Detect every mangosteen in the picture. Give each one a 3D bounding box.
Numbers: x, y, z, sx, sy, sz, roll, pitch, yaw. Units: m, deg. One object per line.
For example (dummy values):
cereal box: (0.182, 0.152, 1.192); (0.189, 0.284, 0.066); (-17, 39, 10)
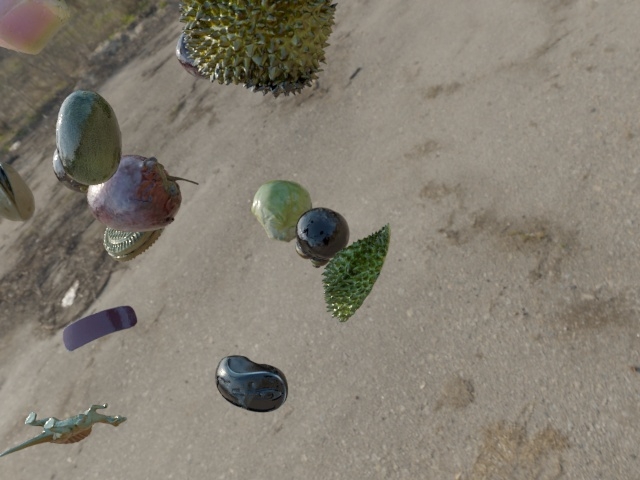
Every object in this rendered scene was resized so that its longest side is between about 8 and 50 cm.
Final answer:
mangosteen: (-0.672, -0.243, 1.445); (0.192, 0.192, 0.217); (-24, 55, 23)
mangosteen: (0.000, 0.000, 1.859); (0.211, 0.211, 0.250); (-106, 26, -51)

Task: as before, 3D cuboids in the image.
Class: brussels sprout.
brussels sprout: (-0.188, -0.151, 2.334); (0.243, 0.274, 0.316); (-16, 40, 59)

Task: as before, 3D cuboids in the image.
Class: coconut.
coconut: (-0.907, -0.683, 1.470); (0.245, 0.233, 0.233); (-34, 37, 15)

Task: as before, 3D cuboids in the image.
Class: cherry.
cherry: (-0.446, -0.103, 1.169); (0.250, 0.192, 0.175); (-8, 79, 23)
cherry: (-0.366, -0.614, 1.624); (0.195, 0.195, 0.195); (-24, 40, 22)

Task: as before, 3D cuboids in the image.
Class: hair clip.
hair clip: (-0.423, 0.165, 0.946); (0.137, 0.022, 0.054); (-20, 63, -15)

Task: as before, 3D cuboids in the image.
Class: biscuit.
biscuit: (-0.574, -0.049, 1.544); (0.259, 0.079, 0.259); (-21, 45, 22)

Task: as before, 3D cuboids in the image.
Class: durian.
durian: (-0.118, -0.372, 0.872); (0.293, 0.258, 0.258); (11, 59, 25)
durian: (0.104, 0.116, 1.447); (0.157, 0.170, 0.355); (52, 137, 19)

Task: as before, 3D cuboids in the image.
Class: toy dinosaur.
toy dinosaur: (-0.533, 0.394, 1.029); (0.212, 0.142, 0.057); (-28, 51, 7)

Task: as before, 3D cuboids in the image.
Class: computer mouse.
computer mouse: (-0.206, 0.408, 1.399); (0.233, 0.137, 0.096); (4, 21, 22)

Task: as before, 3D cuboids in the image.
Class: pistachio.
pistachio: (-1.093, -0.163, 1.735); (0.153, 0.237, 0.138); (22, 48, 36)

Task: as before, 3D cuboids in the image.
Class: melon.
melon: (-0.368, -0.162, 0.788); (0.099, 0.099, 0.162); (-100, 22, -49)
